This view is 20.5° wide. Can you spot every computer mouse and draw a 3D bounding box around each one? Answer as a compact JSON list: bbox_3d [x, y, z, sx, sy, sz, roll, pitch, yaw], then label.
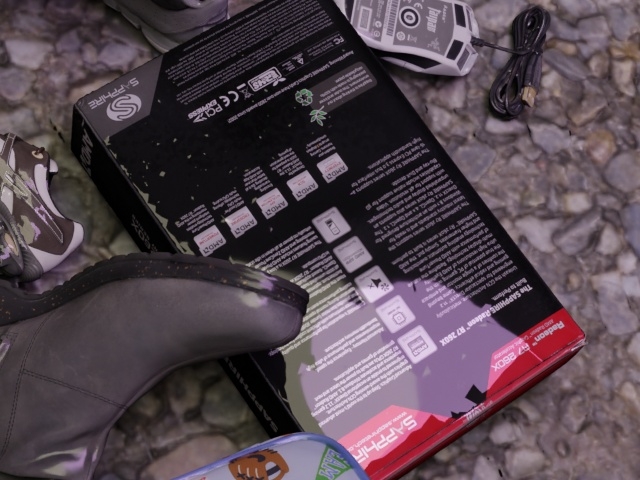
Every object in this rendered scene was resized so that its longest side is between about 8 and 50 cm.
[{"bbox_3d":[0.096,-0.170,1.465,0.193,0.042,0.106,17,71,-16],"label":"computer mouse"}]

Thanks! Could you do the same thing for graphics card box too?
[{"bbox_3d":[0.000,0.000,1.361,0.232,0.094,0.371,-32,78,-19],"label":"graphics card box"}]

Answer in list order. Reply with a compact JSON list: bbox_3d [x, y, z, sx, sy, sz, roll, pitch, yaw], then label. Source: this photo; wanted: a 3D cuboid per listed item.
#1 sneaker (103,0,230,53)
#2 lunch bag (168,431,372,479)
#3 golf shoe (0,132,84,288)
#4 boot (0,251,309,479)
[{"bbox_3d":[-0.162,-0.243,1.410,0.228,0.132,0.086,31,67,4],"label":"sneaker"},{"bbox_3d":[-0.063,0.271,1.102,0.303,0.115,0.243,-25,58,-21],"label":"lunch bag"},{"bbox_3d":[-0.256,-0.057,1.360,0.094,0.077,0.198,-25,81,-29],"label":"golf shoe"},{"bbox_3d":[-0.162,0.136,1.223,0.338,0.118,0.223,-9,65,28],"label":"boot"}]
